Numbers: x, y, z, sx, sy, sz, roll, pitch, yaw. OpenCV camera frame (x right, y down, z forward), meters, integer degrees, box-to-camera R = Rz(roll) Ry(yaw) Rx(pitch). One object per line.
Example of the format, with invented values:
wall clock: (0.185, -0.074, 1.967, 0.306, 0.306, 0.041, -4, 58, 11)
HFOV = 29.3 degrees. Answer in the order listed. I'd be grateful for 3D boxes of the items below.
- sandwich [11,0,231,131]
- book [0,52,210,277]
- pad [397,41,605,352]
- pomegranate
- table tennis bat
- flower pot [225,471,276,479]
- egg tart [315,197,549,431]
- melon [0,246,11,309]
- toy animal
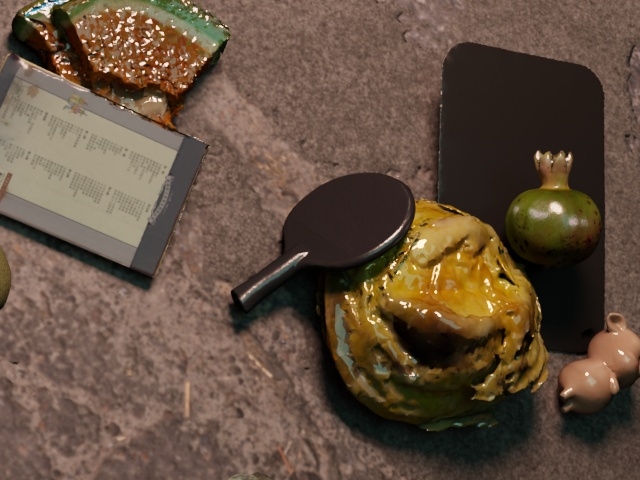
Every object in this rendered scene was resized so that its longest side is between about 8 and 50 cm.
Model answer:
sandwich: (-0.216, -0.213, 1.336, 0.235, 0.079, 0.159, 19, 64, -19)
book: (-0.249, -0.076, 1.280, 0.231, 0.026, 0.157, 25, 82, -16)
pad: (0.210, -0.053, 1.525, 0.315, 0.063, 0.375, 8, 78, -24)
pomegranate: (0.278, -0.036, 1.455, 0.115, 0.114, 0.142, 1, 92, -26)
table tennis bat: (0.000, 0.000, 1.352, 0.236, 0.150, 0.027, -37, 132, -16)
flower pot: (-0.055, 0.350, 1.077, 0.283, 0.299, 0.299, -30, 87, -25)
egg tart: (0.143, 0.077, 1.374, 0.297, 0.132, 0.297, 9, 69, -23)
melon: (-0.354, 0.023, 1.169, 0.098, 0.098, 0.130, -35, 92, -32)
toy animal: (0.337, 0.155, 1.474, 0.089, 0.083, 0.150, 48, 59, 0)
